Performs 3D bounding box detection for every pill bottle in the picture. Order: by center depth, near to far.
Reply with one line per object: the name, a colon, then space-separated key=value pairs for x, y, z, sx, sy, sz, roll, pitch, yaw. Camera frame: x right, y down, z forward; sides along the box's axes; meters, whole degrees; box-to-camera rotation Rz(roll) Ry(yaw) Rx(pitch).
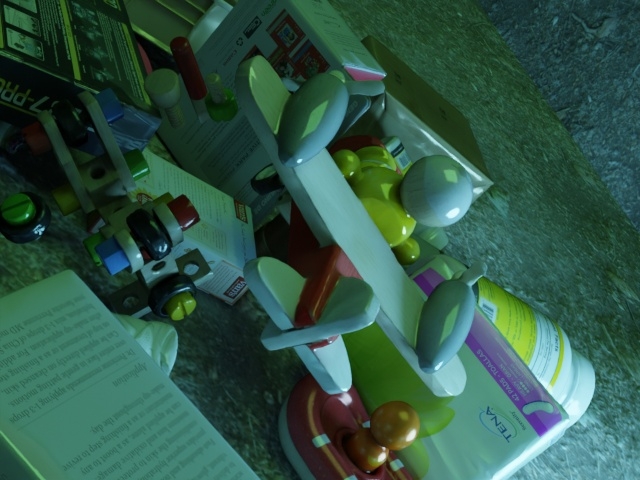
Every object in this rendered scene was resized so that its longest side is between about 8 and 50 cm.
pill bottle: x=0.265 y=0.172 z=1.759 sx=0.334 sy=0.188 sz=0.188 roll=31 pitch=28 yaw=-27
pill bottle: x=0.131 y=-0.066 z=1.964 sx=0.208 sy=0.119 sz=0.119 roll=60 pitch=22 yaw=-11

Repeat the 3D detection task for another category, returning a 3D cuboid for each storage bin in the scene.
storage bin: x=-0.277 y=-0.422 z=1.882 sx=0.260 sy=0.123 sz=0.262 roll=31 pitch=14 yaw=-27

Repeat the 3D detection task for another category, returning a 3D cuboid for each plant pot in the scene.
plant pot: x=0.000 y=0.000 z=1.655 sx=0.167 sy=0.165 sz=0.167 roll=35 pitch=26 yaw=-20

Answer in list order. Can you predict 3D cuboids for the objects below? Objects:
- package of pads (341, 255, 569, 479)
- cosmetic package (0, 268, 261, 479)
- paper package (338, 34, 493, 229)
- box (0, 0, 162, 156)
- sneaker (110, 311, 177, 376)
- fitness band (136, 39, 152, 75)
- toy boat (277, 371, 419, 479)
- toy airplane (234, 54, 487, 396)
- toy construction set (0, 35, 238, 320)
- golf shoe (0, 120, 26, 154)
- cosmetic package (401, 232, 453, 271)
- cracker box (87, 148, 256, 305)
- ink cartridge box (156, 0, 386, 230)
package of pads: x=0.154 y=0.202 z=1.513 sx=0.296 sy=0.229 sz=0.101 roll=51 pitch=-18 yaw=16
cosmetic package: x=-0.173 y=0.261 z=0.982 sx=0.453 sy=0.161 sz=0.230 roll=47 pitch=24 yaw=7
paper package: x=0.152 y=-0.204 z=2.171 sx=0.309 sy=0.168 sz=0.325 roll=37 pitch=22 yaw=-22
box: x=-0.388 y=-0.286 z=1.453 sx=0.318 sy=0.097 sz=0.395 roll=19 pitch=30 yaw=-33
sneaker: x=-0.214 y=0.158 z=1.196 sx=0.115 sy=0.090 sz=0.232 roll=24 pitch=21 yaw=-24
fitness band: x=-0.366 y=-0.282 z=1.677 sx=0.209 sy=0.054 sz=0.291 roll=49 pitch=26 yaw=9
toy boat: x=0.058 y=0.247 z=1.369 sx=0.231 sy=0.151 sz=0.151 roll=53 pitch=26 yaw=19
toy airplane: x=0.054 y=-0.010 z=1.339 sx=0.386 sy=0.272 sz=0.384 roll=30 pitch=37 yaw=-64
toy construction set: x=-0.204 y=-0.050 z=1.328 sx=0.257 sy=0.309 sz=0.237 roll=24 pitch=-24 yaw=24
golf shoe: x=-0.396 y=-0.168 z=1.441 sx=0.086 sy=0.067 sz=0.186 roll=31 pitch=18 yaw=-15
cosmetic package: x=0.142 y=0.060 z=1.853 sx=0.238 sy=0.107 sz=0.127 roll=33 pitch=28 yaw=-30
cracker box: x=-0.196 y=-0.027 z=1.516 sx=0.232 sy=0.067 sz=0.156 roll=29 pitch=29 yaw=-27
ink cartridge box: x=-0.068 y=-0.191 z=1.679 sx=0.272 sy=0.309 sz=0.130 roll=54 pitch=26 yaw=20
